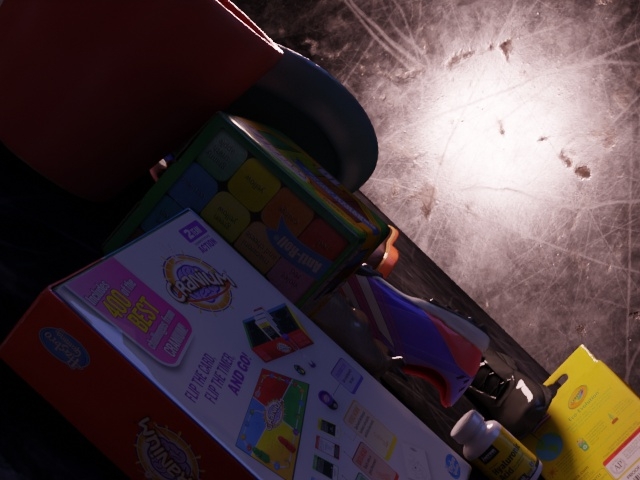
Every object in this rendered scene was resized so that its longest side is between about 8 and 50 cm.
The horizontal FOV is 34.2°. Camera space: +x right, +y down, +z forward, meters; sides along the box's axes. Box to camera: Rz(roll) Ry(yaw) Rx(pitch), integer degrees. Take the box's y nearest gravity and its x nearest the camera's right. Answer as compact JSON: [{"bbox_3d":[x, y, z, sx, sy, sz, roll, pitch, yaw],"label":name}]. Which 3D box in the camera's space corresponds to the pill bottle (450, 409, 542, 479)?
[{"bbox_3d":[0.230,0.279,1.372,0.116,0.065,0.065,42,8,-1],"label":"pill bottle"}]

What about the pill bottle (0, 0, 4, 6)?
[{"bbox_3d":[-0.301,-0.332,1.275,0.152,0.272,0.152,42,8,-7],"label":"pill bottle"}]

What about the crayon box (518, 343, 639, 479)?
[{"bbox_3d":[0.453,0.333,1.658,0.081,0.202,0.318,38,10,-34],"label":"crayon box"}]

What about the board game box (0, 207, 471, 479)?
[{"bbox_3d":[-0.040,0.127,0.743,0.316,0.064,0.242,43,20,2],"label":"board game box"}]

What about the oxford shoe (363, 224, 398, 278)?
[{"bbox_3d":[0.089,0.001,2.031,0.098,0.097,0.271,35,10,-9],"label":"oxford shoe"}]

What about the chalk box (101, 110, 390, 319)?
[{"bbox_3d":[-0.069,0.000,1.003,0.180,0.179,0.289,43,8,5],"label":"chalk box"}]

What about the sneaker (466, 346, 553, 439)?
[{"bbox_3d":[0.288,0.243,1.761,0.130,0.109,0.286,33,2,-17],"label":"sneaker"}]

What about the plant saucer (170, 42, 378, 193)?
[{"bbox_3d":[-0.085,-0.132,1.297,0.318,0.043,0.317,15,-30,9],"label":"plant saucer"}]

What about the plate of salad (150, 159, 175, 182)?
[{"bbox_3d":[-0.137,-0.039,1.339,0.200,0.048,0.200,42,9,-8],"label":"plate of salad"}]

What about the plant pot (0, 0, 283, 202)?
[{"bbox_3d":[-0.213,-0.189,1.066,0.275,0.243,0.275,41,8,-7],"label":"plant pot"}]

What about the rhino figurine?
[{"bbox_3d":[0.021,0.106,1.257,0.243,0.073,0.106,41,5,-22],"label":"rhino figurine"}]

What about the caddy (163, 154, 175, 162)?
[{"bbox_3d":[-0.170,-0.196,1.551,0.341,0.179,0.241,44,30,19],"label":"caddy"}]

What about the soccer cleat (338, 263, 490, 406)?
[{"bbox_3d":[0.066,0.108,1.387,0.318,0.116,0.108,26,-16,-1],"label":"soccer cleat"}]
